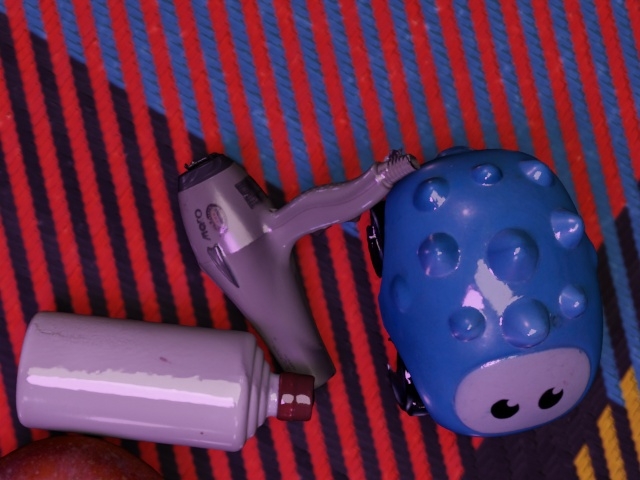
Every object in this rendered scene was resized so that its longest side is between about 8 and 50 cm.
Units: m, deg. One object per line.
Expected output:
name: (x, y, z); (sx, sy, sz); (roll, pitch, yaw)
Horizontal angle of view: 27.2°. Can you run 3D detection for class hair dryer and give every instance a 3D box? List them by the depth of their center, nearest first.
hair dryer: (-0.006, 0.029, 1.135); (0.225, 0.088, 0.219); (0, 113, 26)

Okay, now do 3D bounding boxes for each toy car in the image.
toy car: (0.147, 0.042, 1.120); (0.188, 0.190, 0.255); (-9, 89, -8)

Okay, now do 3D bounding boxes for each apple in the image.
apple: (-0.206, 0.264, 1.093); (0.201, 0.162, 0.201); (2, 76, -6)

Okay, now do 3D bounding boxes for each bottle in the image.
bottle: (-0.127, 0.121, 1.121); (0.245, 0.104, 0.104); (7, 87, 0)
